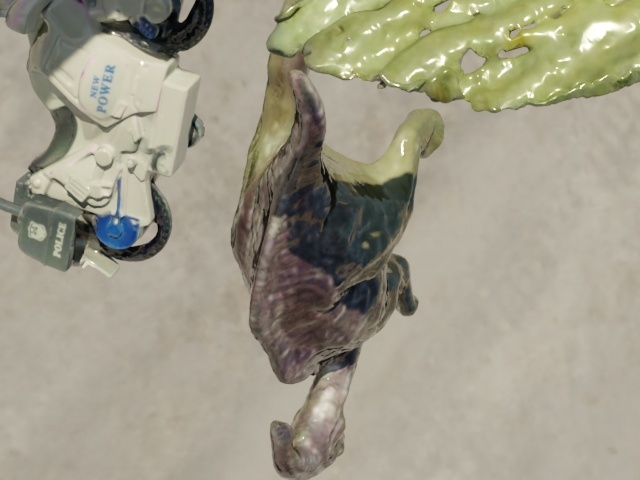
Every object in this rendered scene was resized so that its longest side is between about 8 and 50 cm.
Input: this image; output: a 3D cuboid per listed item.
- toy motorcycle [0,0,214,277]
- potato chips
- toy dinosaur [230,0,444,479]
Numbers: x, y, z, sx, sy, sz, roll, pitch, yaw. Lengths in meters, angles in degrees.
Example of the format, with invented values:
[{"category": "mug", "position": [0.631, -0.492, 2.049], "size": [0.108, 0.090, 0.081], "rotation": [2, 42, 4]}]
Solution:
[{"category": "toy motorcycle", "position": [-0.150, -0.085, 0.862], "size": [0.102, 0.150, 0.221], "rotation": [-63, 168, -62]}, {"category": "potato chips", "position": [0.085, -0.088, 0.428], "size": [0.092, 0.207, 0.028], "rotation": [62, 7, 15]}, {"category": "toy dinosaur", "position": [0.007, 0.002, 0.707], "size": [0.294, 0.077, 0.162], "rotation": [74, 31, -41]}]
